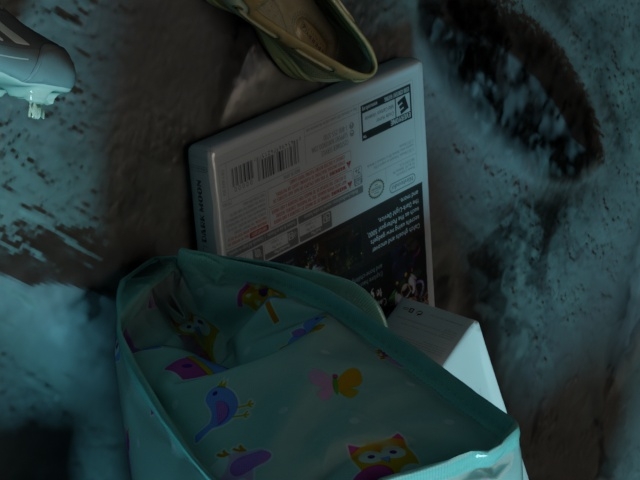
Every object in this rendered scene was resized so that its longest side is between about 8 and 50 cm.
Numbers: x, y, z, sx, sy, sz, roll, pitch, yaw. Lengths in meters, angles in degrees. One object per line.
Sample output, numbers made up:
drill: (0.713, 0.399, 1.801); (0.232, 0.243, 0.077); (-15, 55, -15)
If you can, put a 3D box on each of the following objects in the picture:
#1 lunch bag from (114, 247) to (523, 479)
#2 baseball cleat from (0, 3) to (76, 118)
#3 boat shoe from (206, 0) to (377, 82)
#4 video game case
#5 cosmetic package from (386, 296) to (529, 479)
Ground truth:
lunch bag: (-0.014, 0.144, 0.954); (0.160, 0.262, 0.223); (-21, 121, -23)
baseball cleat: (-0.175, -0.117, 0.819); (0.206, 0.072, 0.109); (11, 85, -56)
boat shoe: (-0.022, -0.133, 1.021); (0.056, 0.048, 0.153); (-61, 140, -18)
video game case: (0.000, 0.000, 1.112); (0.190, 0.022, 0.173); (-27, 121, -45)
cosmetic package: (0.075, 0.151, 1.203); (0.099, 0.060, 0.239); (-54, 144, -29)
